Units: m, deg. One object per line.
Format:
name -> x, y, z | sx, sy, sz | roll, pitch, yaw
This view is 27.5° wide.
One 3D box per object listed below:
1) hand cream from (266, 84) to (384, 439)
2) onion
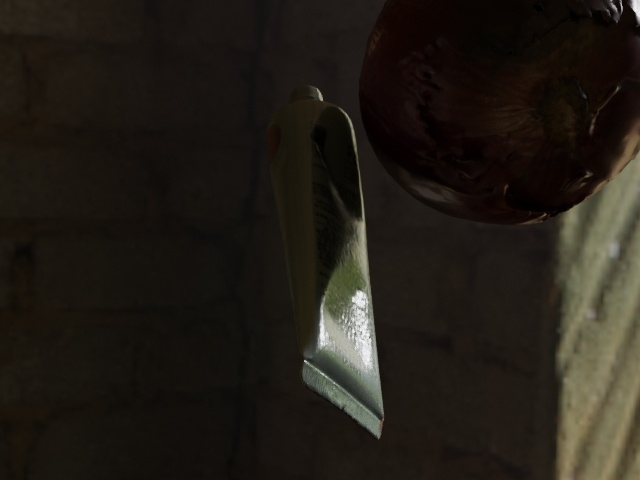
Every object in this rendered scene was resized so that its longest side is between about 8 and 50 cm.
hand cream -> 0.000, 0.000, 1.108 | 0.077, 0.341, 0.124 | -23, -40, 21
onion -> 0.164, -0.147, 1.151 | 0.276, 0.276, 0.276 | 1, 2, 0
